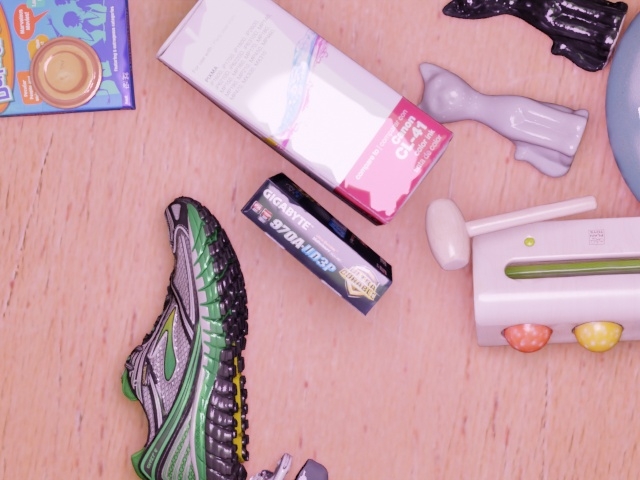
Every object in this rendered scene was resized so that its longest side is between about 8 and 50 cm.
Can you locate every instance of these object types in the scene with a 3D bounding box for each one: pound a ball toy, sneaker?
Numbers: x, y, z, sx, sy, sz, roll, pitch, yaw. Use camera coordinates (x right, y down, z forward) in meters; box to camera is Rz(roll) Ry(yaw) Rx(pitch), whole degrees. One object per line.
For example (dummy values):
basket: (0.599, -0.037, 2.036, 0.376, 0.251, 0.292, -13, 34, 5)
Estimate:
pound a ball toy: (0.281, 0.046, 1.744, 0.319, 0.208, 0.136, -3, 66, 6)
sneaker: (-0.162, 0.120, 1.805, 0.146, 0.134, 0.344, -1, 86, 9)

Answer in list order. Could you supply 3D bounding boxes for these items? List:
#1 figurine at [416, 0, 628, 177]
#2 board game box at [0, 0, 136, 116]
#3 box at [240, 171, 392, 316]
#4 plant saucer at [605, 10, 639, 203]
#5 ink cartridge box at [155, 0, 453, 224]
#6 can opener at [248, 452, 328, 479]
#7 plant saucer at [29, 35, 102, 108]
figurine: (0.223, -0.204, 1.838, 0.209, 0.092, 0.215, 20, 91, 7)
board game box: (-0.326, -0.225, 1.844, 0.210, 0.047, 0.160, -4, 90, 0)
box: (0.000, 0.000, 1.761, 0.175, 0.220, 0.051, 40, 95, 0)
plant saucer: (0.477, -0.150, 1.810, 0.317, 0.043, 0.318, 0, 90, -18)
ink cartridge box: (-0.016, -0.153, 1.758, 0.306, 0.226, 0.131, 38, 91, -2)
can opener: (-0.087, 0.374, 1.834, 0.093, 0.074, 0.280, 30, 90, -1)
plant saucer: (-0.292, -0.193, 1.813, 0.083, 0.013, 0.084, 0, 90, -1)
